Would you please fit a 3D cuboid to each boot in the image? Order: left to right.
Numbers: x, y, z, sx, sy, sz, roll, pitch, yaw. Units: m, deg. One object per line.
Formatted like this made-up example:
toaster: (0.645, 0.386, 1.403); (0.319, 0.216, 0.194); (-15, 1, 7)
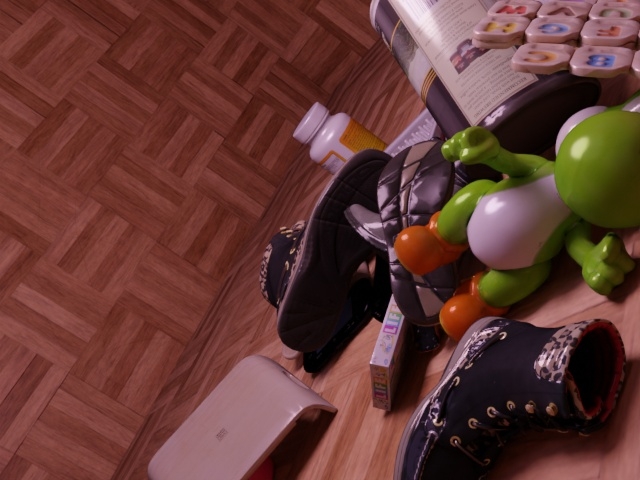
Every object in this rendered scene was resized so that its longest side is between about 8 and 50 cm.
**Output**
boot: (0.000, 0.000, 1.377); (0.378, 0.138, 0.284); (-69, 16, 3)
boot: (0.155, -0.029, 1.119); (0.161, 0.083, 0.246); (-47, 41, -1)
boot: (0.167, 0.169, 0.671); (0.236, 0.085, 0.178); (-59, 15, -20)

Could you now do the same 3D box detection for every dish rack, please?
dish rack: (0.167, -0.123, 1.496); (0.285, 0.072, 0.333); (-45, 16, 43)

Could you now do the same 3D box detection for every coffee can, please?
coffee can: (0.219, -0.254, 1.002); (0.201, 0.275, 0.201); (-24, -20, -10)

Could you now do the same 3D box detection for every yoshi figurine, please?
yoshi figurine: (0.231, -0.032, 0.760); (0.362, 0.203, 0.203); (-43, 33, 38)

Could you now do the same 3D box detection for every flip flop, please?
flip flop: (0.145, -0.012, 1.005); (0.112, 0.080, 0.277); (-13, 64, 21)

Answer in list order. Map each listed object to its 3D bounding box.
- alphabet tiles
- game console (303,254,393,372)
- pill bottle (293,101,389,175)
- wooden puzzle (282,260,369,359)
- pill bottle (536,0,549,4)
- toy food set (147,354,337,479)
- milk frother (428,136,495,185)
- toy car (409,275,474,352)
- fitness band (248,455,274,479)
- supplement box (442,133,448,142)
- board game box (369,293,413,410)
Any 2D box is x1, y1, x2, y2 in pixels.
alphabet tiles: (0.318, -0.234, 0.792); (0.278, 0.284, 0.021); (-51, -37, -48)
game console: (0.076, 0.110, 1.290); (0.361, 0.044, 0.213); (-50, 13, 26)
pill bottle: (0.061, -0.217, 1.739); (0.136, 0.245, 0.136); (-51, 12, 16)
wooden puzzle: (0.014, 0.124, 1.515); (0.239, 0.044, 0.221); (-48, 13, 14)
pill bottle: (0.419, -0.465, 1.212); (0.283, 0.160, 0.160); (-51, 13, 22)
toy food set: (-0.135, 0.345, 1.204); (0.306, 0.092, 0.219); (-48, 32, -12)
milk frother: (0.220, -0.098, 1.209); (0.135, 0.129, 0.143); (-50, -30, 21)
toy car: (0.175, 0.103, 0.981); (0.122, 0.060, 0.040); (-35, -27, 15)
fitness band: (-0.175, 0.486, 1.247); (0.291, 0.054, 0.209); (-59, 15, -15)
supplement box: (0.254, -0.297, 1.295); (0.130, 0.073, 0.240); (-71, -21, -53)
board game box: (0.102, 0.141, 1.004); (0.103, 0.026, 0.154); (83, -157, -44)
